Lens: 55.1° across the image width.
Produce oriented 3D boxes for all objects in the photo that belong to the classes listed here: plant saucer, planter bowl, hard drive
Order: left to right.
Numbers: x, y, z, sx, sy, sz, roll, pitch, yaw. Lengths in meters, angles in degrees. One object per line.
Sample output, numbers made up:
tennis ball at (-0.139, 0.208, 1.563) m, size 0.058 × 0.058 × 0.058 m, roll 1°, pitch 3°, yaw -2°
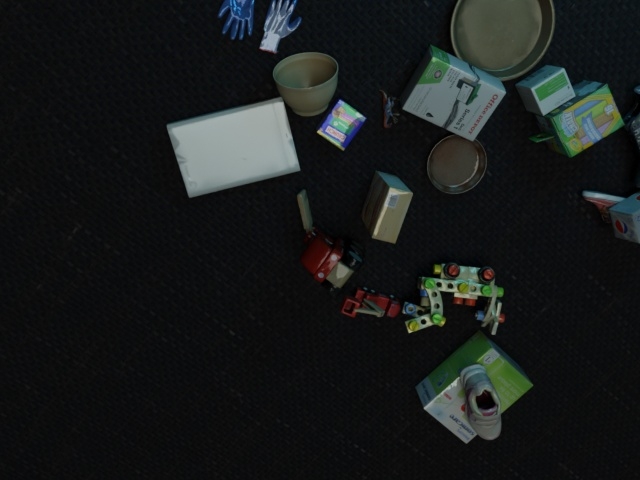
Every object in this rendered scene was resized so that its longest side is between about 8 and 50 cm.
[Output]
hard drive at (-0.226, -0.247, 1.623) m, size 0.308 × 0.040 × 0.202 m, roll -14°, pitch 111°, yaw -1°
planter bowl at (-0.032, -0.384, 1.545) m, size 0.162 × 0.162 × 0.109 m, roll -11°, pitch 138°, yaw -2°
plant saucer at (0.376, -0.214, 1.704) m, size 0.169 × 0.029 × 0.168 m, roll -2°, pitch 110°, yaw -6°
plant saucer at (0.466, -0.554, 1.584) m, size 0.278 × 0.041 × 0.277 m, roll -2°, pitch 109°, yaw -6°

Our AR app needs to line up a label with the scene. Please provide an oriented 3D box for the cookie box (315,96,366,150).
cookie box at (0.054, -0.309, 1.629) m, size 0.092 × 0.040 × 0.107 m, roll 32°, pitch 104°, yaw -17°

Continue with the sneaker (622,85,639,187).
sneaker at (0.897, -0.295, 1.701) m, size 0.121 × 0.111 × 0.299 m, roll 2°, pitch 104°, yaw 4°

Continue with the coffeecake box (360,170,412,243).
coffeecake box at (0.173, -0.093, 1.642) m, size 0.068 × 0.185 × 0.142 m, roll 14°, pitch 107°, yaw -11°

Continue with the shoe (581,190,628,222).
shoe at (0.832, -0.093, 1.777) m, size 0.178 × 0.063 × 0.081 m, roll 9°, pitch 103°, yaw -14°

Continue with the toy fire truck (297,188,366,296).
toy fire truck at (0.000, 0.000, 1.655) m, size 0.246 × 0.217 × 0.158 m, roll 36°, pitch 103°, yaw -2°

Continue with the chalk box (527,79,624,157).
chalk box at (0.666, -0.314, 1.644) m, size 0.213 × 0.132 × 0.132 m, roll -32°, pitch 110°, yaw 7°

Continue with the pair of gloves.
pair of gloves at (-0.150, -0.560, 1.526) m, size 0.198 × 0.023 × 0.159 m, roll 18°, pitch 107°, yaw -11°

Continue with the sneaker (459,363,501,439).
sneaker at (0.477, 0.494, 1.798) m, size 0.103 × 0.111 × 0.252 m, roll -20°, pitch 111°, yaw 3°

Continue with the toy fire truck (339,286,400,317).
toy fire truck at (0.147, 0.187, 1.768) m, size 0.192 × 0.135 × 0.047 m, roll 17°, pitch 107°, yaw -12°

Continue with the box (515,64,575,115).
box at (0.593, -0.397, 1.621) m, size 0.101 × 0.102 × 0.087 m, roll -32°, pitch 112°, yaw 5°

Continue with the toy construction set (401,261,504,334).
toy construction set at (0.405, 0.176, 1.784) m, size 0.328 × 0.151 × 0.214 m, roll 8°, pitch 84°, yaw -17°

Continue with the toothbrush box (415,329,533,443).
toothbrush box at (0.475, 0.455, 1.909) m, size 0.206 × 0.122 × 0.283 m, roll 42°, pitch 102°, yaw -18°

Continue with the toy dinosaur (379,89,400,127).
toy dinosaur at (0.181, -0.346, 1.642) m, size 0.090 × 0.047 × 0.082 m, roll 37°, pitch 115°, yaw 17°

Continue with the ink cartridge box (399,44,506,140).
ink cartridge box at (0.341, -0.378, 1.588) m, size 0.220 × 0.092 × 0.160 m, roll 21°, pitch 124°, yaw -12°

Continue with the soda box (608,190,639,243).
soda box at (0.964, -0.104, 1.736) m, size 0.286 × 0.091 × 0.098 m, roll -29°, pitch 112°, yaw -12°
